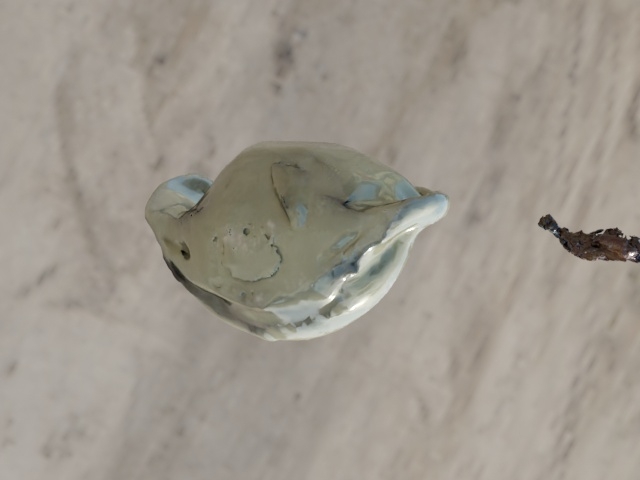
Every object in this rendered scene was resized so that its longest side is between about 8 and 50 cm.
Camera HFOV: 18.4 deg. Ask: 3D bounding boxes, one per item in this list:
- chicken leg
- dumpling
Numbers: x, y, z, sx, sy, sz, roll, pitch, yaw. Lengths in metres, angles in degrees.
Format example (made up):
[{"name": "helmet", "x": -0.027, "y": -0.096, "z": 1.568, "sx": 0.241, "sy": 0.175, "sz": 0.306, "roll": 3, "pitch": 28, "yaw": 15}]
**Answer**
[{"name": "chicken leg", "x": 0.197, "y": 0.003, "z": 1.431, "sx": 0.021, "sy": 0.083, "sz": 0.036, "roll": -60, "pitch": 148, "yaw": -24}, {"name": "dumpling", "x": 0.000, "y": 0.000, "z": 1.872, "sx": 0.243, "sy": 0.318, "sz": 0.187, "roll": 0, "pitch": 92, "yaw": -56}]
